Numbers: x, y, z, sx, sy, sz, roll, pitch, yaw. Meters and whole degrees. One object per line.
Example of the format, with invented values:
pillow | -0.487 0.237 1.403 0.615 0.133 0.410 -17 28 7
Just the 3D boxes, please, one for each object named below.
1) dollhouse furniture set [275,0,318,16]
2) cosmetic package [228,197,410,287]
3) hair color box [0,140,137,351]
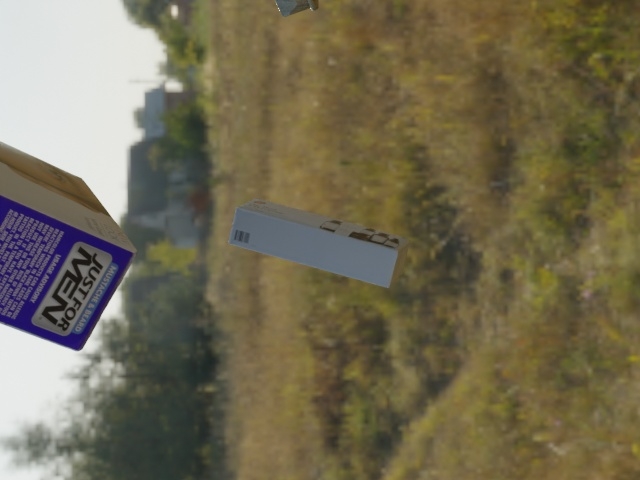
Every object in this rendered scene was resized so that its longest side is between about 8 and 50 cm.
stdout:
dollhouse furniture set | -0.031 -0.389 1.432 0.161 0.101 0.182 -90 -22 -50
cosmetic package | 0.000 0.000 1.725 0.099 0.239 0.060 -31 -45 -74
hair color box | -0.333 -0.045 0.960 0.110 0.339 0.185 -58 33 7
